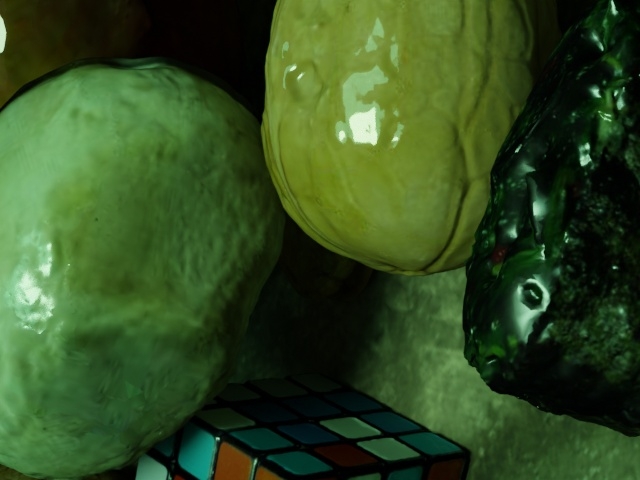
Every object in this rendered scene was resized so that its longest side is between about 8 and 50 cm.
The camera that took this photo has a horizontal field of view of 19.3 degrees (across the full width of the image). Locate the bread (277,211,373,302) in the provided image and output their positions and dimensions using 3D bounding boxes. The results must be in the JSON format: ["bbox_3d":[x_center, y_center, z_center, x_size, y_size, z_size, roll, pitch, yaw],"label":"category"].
[{"bbox_3d":[0.000,0.000,1.263,0.083,0.046,0.081,15,108,44],"label":"bread"}]

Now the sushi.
[{"bbox_3d":[0.152,-0.016,0.983,0.124,0.127,0.225,150,142,-78],"label":"sushi"}]

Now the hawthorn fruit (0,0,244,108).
[{"bbox_3d":[-0.200,-0.115,1.295,0.308,0.308,0.325,2,80,47],"label":"hawthorn fruit"}]

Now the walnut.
[{"bbox_3d":[0.053,-0.091,1.104,0.193,0.193,0.226,7,97,47],"label":"walnut"}]

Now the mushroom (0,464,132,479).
[{"bbox_3d":[-0.235,0.315,1.414,0.345,0.239,0.345,-10,68,26],"label":"mushroom"}]

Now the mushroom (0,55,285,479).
[{"bbox_3d":[-0.137,0.027,1.134,0.267,0.189,0.164,-36,38,9],"label":"mushroom"}]

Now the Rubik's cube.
[{"bbox_3d":[-0.020,0.186,1.214,0.151,0.154,0.155,25,109,45],"label":"Rubik's cube"}]
